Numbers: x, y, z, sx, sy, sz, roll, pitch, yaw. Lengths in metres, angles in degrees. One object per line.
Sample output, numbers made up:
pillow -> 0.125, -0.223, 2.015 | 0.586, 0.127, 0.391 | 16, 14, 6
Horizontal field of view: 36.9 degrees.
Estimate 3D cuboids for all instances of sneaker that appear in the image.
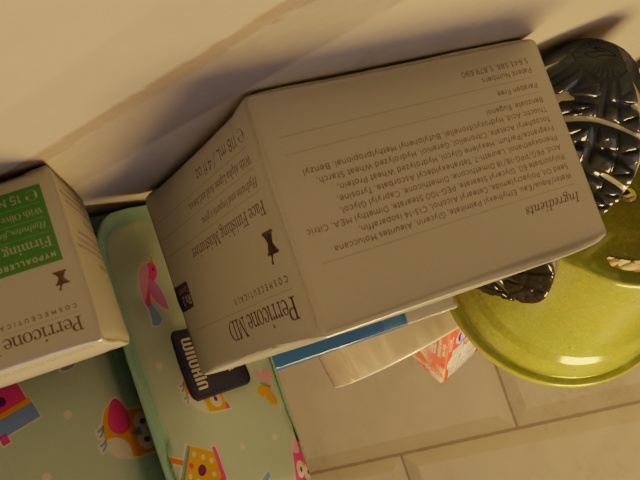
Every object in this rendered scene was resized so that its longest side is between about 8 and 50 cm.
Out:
sneaker -> 0.149, -0.065, 0.676 | 0.110, 0.122, 0.283 | 19, 155, 4

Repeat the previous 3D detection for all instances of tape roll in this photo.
tape roll -> 0.087, 0.080, 1.366 | 0.246, 0.169, 0.246 | -29, 177, -1

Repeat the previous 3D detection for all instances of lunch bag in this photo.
lunch bag -> -0.147, 0.106, 0.606 | 0.262, 0.223, 0.160 | -17, 170, -24

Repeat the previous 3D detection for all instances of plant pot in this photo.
plant pot -> 0.277, -0.007, 0.972 | 0.276, 0.276, 0.254 | -18, 164, -8

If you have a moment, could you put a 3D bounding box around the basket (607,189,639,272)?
basket -> 0.587, -0.052, 1.469 | 0.331, 0.266, 0.328 | -18, 175, -34

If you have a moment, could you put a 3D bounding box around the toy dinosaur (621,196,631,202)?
toy dinosaur -> 0.291, -0.050, 1.412 | 0.314, 0.120, 0.160 | -15, 164, 12

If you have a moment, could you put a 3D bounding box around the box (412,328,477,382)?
box -> 0.221, 0.107, 1.685 | 0.154, 0.142, 0.300 | -41, 156, -17

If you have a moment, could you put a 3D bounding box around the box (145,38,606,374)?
box -> 0.022, -0.013, 0.541 | 0.182, 0.119, 0.181 | -17, 174, -28

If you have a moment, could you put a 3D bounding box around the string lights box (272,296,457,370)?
string lights box -> -0.040, 0.034, 0.757 | 0.260, 0.133, 0.077 | -18, 175, -8

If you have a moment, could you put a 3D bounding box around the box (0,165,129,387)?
box -> -0.159, 0.026, 0.470 | 0.101, 0.087, 0.102 | -18, 176, -6
